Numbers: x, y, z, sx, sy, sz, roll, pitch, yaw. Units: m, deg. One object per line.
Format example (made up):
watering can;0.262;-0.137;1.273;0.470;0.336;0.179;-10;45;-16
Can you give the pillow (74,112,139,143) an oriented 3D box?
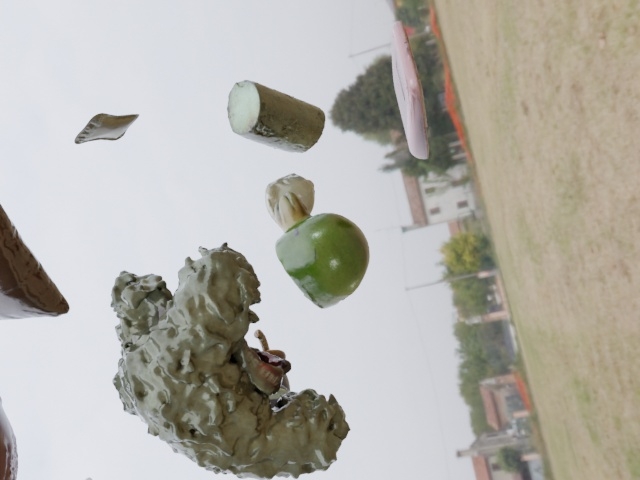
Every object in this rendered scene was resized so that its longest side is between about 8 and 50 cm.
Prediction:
pillow;-0.633;-0.335;1.780;0.033;0.130;0.217;50;-158;3

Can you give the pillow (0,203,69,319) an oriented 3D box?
pillow;-0.685;0.042;1.156;0.108;0.308;0.305;-79;-21;-50

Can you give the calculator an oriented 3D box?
calculator;0.190;-0.317;1.283;0.329;0.048;0.220;62;-162;-67

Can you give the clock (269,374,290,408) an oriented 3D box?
clock;-0.148;0.426;1.623;0.243;0.147;0.199;-146;51;-77

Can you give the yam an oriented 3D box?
yam;-0.120;-0.331;1.638;0.268;0.161;0.161;12;-119;-47

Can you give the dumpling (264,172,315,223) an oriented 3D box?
dumpling;-0.081;-0.109;1.571;0.199;0.136;0.118;-63;-1;-46

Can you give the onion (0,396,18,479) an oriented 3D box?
onion;-0.644;0.410;0.858;0.398;0.399;0.420;48;-152;-63

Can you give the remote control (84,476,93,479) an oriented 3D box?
remote control;-0.606;0.635;1.319;0.029;0.261;0.067;45;160;-2

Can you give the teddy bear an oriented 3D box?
teddy bear;-0.176;0.173;0.857;0.368;0.224;0.357;14;140;58

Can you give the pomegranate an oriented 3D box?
pomegranate;0.009;0.009;1.229;0.190;0.159;0.240;43;-167;-43

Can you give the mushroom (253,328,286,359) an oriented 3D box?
mushroom;-0.142;0.286;1.515;0.129;0.088;0.072;64;-154;-29
